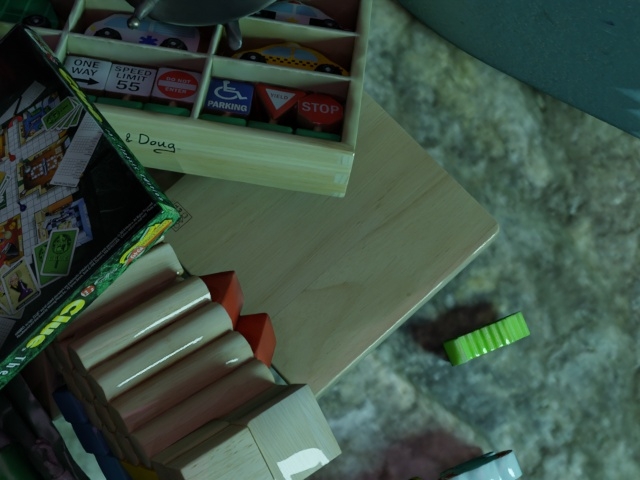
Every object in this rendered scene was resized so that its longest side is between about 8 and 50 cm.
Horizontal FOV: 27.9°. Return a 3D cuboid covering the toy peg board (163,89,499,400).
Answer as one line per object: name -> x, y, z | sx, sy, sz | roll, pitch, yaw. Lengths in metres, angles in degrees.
toy peg board -> 0.000, 0.000, 0.826 | 0.161, 0.079, 0.160 | -41, 75, -11

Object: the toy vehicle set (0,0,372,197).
toy vehicle set -> -0.106, -0.112, 0.768 | 0.267, 0.035, 0.166 | 9, 44, -2

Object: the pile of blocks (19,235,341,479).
pile of blocks -> -0.106, 0.051, 0.752 | 0.113, 0.149, 0.362 | -29, 63, -27

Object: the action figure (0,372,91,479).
action figure -> -0.180, 0.149, 0.734 | 0.137, 0.063, 0.232 | -41, 88, -11

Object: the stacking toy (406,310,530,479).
stacking toy -> 0.066, 0.163, 0.819 | 0.221, 0.052, 0.167 | -23, 88, -9

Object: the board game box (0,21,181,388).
board game box -> -0.205, 0.023, 0.678 | 0.260, 0.030, 0.136 | -42, 75, 11

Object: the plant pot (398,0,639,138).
plant pot -> 0.131, -0.246, 0.780 | 0.252, 0.248, 0.247 | 23, 82, 17

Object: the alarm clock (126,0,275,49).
alarm clock -> -0.069, -0.202, 0.774 | 0.129, 0.064, 0.192 | -13, 58, 3
